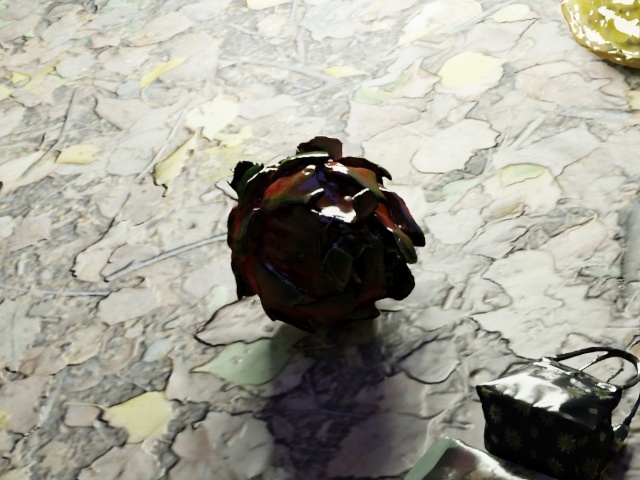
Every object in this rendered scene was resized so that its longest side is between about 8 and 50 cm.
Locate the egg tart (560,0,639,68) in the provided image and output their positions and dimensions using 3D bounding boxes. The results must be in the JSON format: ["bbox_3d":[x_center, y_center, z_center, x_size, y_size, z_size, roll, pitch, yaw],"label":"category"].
[{"bbox_3d":[0.403,-0.297,1.901,0.315,0.120,0.315,-11,37,8],"label":"egg tart"}]

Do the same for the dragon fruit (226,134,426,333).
[{"bbox_3d":[-0.002,-0.002,1.648,0.182,0.182,0.188,-15,22,5],"label":"dragon fruit"}]

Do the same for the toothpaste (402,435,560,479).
[{"bbox_3d":[0.159,0.201,1.420,0.216,0.037,0.062,14,48,43],"label":"toothpaste"}]

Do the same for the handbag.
[{"bbox_3d":[0.209,0.127,1.466,0.115,0.072,0.139,19,45,42],"label":"handbag"}]
